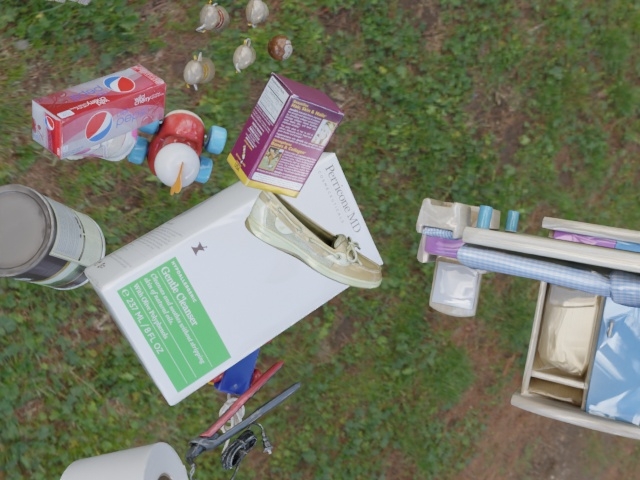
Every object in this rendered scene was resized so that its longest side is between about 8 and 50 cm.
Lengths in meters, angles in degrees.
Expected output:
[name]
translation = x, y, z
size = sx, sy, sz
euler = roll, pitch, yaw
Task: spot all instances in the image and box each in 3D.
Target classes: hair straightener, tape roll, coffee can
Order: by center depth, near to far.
[hair straightener]
translation = -0.096, 0.259, 0.967
size = 0.089, 0.047, 0.230
euler = 48, 39, 5
[tape roll]
translation = -0.353, 0.510, 1.294
size = 0.169, 0.246, 0.246
euler = -14, 110, 6
[coffee can]
translation = -0.646, 0.001, 1.626
size = 0.202, 0.275, 0.201
euler = -1, 80, 6

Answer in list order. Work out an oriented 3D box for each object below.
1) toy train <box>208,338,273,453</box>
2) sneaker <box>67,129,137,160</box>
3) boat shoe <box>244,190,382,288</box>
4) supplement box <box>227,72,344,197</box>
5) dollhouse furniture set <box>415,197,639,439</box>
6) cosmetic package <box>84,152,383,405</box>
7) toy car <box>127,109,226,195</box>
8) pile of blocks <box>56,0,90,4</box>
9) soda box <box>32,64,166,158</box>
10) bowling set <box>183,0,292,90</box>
[toy train]
translation = -0.180, 0.233, 1.229
size = 0.105, 0.143, 0.248
euler = 26, 72, -39
[sneaker]
translation = -0.564, -0.249, 1.709
size = 0.111, 0.252, 0.102
euler = 19, 68, -68
[boat shoe]
translation = 0.000, -0.001, 0.717
size = 0.153, 0.056, 0.048
euler = 28, 107, -1
[supplement box]
translation = -0.029, -0.082, 0.562
size = 0.055, 0.043, 0.083
euler = 13, 119, -39
[dollhouse furniture set]
translation = 0.184, 0.076, 0.613
size = 0.303, 0.287, 0.198
euler = 1, 99, -66
[cosmetic package]
translation = -0.119, 0.037, 1.009
size = 0.366, 0.155, 0.197
euler = -33, 111, -18
[toy car]
translation = -0.373, -0.194, 1.804
size = 0.219, 0.238, 0.210
euler = 16, 131, -22
[pile of blocks]
translation = -0.292, -0.468, 1.201
size = 0.362, 0.149, 0.112
euler = -29, 77, -7
[soda box]
translation = -0.421, -0.252, 1.363
size = 0.263, 0.083, 0.092
euler = -36, 152, -45
[bowling set]
translation = -0.153, -0.432, 1.433
size = 0.200, 0.154, 0.287
euler = 13, 106, -2
